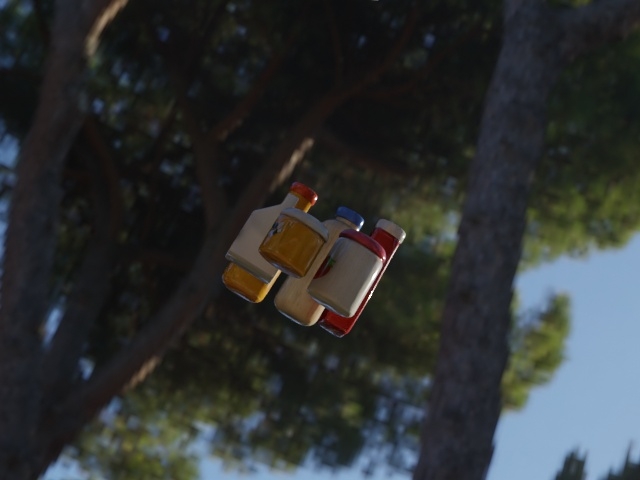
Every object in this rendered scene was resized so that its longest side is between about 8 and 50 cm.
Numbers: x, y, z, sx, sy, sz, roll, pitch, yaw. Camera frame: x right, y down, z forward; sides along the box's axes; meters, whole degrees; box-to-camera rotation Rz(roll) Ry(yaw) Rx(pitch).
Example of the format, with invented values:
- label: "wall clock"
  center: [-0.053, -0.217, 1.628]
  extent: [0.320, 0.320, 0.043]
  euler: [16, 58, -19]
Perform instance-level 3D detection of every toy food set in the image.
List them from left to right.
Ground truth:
- label: "toy food set"
  center: [0.000, 0.000, 1.307]
  extent: [0.111, 0.104, 0.232]
  euler: [32, -13, -1]
